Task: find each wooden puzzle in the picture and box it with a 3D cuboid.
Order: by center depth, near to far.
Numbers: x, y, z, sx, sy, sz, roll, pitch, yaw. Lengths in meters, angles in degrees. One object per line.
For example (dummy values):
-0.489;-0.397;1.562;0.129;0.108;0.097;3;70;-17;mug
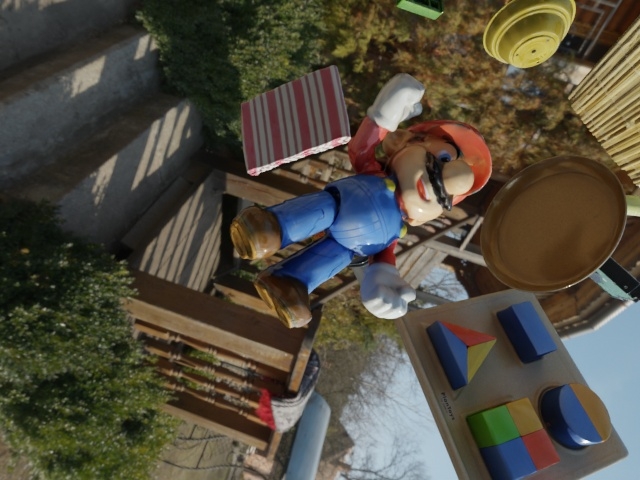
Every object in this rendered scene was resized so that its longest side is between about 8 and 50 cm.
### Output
0.330;0.235;0.675;0.080;0.348;0.322;118;-40;-51;wooden puzzle

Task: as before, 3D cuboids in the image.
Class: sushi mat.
0.335;-0.138;0.386;0.019;0.151;0.316;-35;171;13;sushi mat

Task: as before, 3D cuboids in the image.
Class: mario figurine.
0.074;-0.042;0.432;0.321;0.170;0.198;-33;149;-21;mario figurine

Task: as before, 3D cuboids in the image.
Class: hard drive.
1.013;0.078;1.493;0.064;0.339;0.237;-45;166;12;hard drive

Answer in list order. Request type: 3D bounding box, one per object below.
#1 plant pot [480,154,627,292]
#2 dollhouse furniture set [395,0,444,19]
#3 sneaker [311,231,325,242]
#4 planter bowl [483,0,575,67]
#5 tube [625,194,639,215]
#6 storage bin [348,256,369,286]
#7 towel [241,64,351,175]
0.374;-0.025;0.660;0.236;0.033;0.236;-41;-143;43;plant pot
0.319;-0.847;1.153;0.198;0.152;0.301;159;-72;-64;dollhouse furniture set
0.000;0.000;1.415;0.067;0.175;0.064;-27;169;-38;sneaker
0.540;-0.515;1.032;0.217;0.217;0.090;101;-10;-68;planter bowl
0.850;-0.114;1.206;0.062;0.240;0.070;-55;143;-41;tube
0.171;0.088;1.302;0.135;0.091;0.098;-30;-169;-36;storage bin
-0.048;-0.202;0.685;0.029;0.197;0.144;26;52;-64;towel
